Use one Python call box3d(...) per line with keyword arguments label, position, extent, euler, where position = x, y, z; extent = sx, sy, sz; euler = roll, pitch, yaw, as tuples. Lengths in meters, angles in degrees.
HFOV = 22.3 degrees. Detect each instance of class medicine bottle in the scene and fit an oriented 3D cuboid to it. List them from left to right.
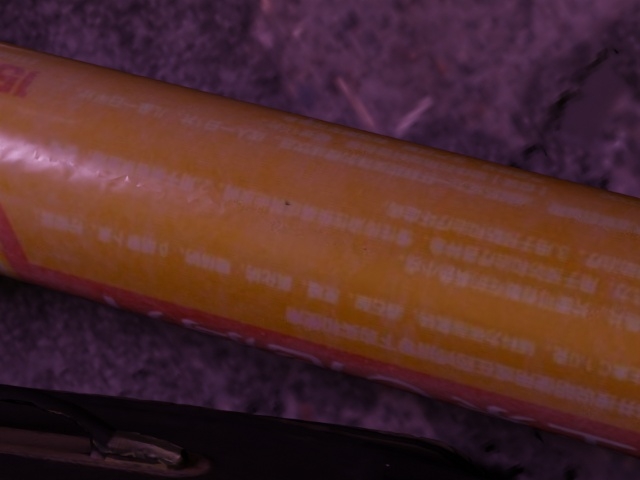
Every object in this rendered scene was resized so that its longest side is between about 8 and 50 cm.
box3d(label="medicine bottle", position=(0.000, 0.000, 0.608), extent=(0.426, 0.108, 0.108), euler=(15, 106, 16))

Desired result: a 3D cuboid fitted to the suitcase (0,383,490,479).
box3d(label="suitcase", position=(-0.116, 0.190, 0.625), extent=(0.434, 0.194, 0.283), euler=(5, 102, 7))
